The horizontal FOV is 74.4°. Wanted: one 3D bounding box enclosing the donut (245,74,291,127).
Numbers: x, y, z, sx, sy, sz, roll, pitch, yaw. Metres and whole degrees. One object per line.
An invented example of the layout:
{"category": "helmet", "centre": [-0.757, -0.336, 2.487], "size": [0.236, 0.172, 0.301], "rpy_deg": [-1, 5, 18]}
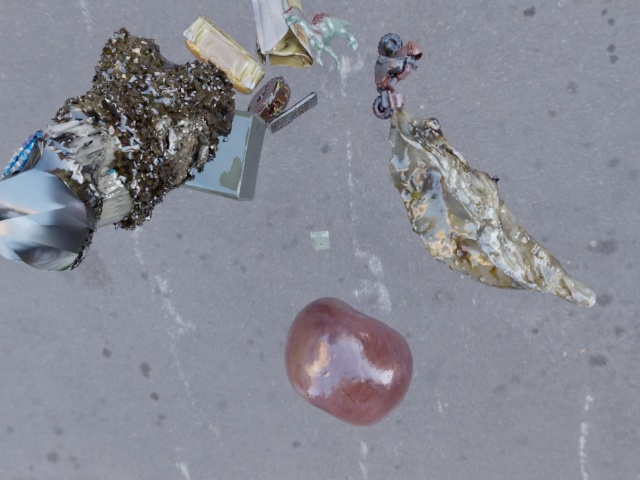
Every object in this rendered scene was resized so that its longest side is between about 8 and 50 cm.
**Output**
{"category": "donut", "centre": [-0.199, -0.526, 1.625], "size": [0.089, 0.235, 0.235], "rpy_deg": [35, 107, -29]}

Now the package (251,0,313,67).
{"category": "package", "centre": [-0.157, -0.786, 1.531], "size": [0.164, 0.221, 0.312], "rpy_deg": [-18, 71, 20]}

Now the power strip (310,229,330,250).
{"category": "power strip", "centre": [0.000, 0.000, 0.936], "size": [0.040, 0.090, 0.016], "rpy_deg": [-4, 69, 2]}

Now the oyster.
{"category": "oyster", "centre": [0.228, -0.039, 0.675], "size": [0.111, 0.204, 0.396], "rpy_deg": [-37, 83, -14]}

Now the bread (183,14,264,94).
{"category": "bread", "centre": [-0.286, -0.542, 1.259], "size": [0.241, 0.136, 0.107], "rpy_deg": [38, 96, -15]}

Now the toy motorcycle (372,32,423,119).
{"category": "toy motorcycle", "centre": [0.196, -0.419, 1.079], "size": [0.118, 0.084, 0.213], "rpy_deg": [8, 100, 22]}

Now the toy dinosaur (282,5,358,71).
{"category": "toy dinosaur", "centre": [0.018, -0.468, 0.927], "size": [0.053, 0.242, 0.167], "rpy_deg": [-14, 127, 43]}

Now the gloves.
{"category": "gloves", "centre": [-0.215, -0.111, 0.480], "size": [0.135, 0.312, 0.211], "rpy_deg": [24, 127, 8]}

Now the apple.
{"category": "apple", "centre": [0.059, 0.277, 0.977], "size": [0.305, 0.306, 0.235], "rpy_deg": [28, 87, -1]}

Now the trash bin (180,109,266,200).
{"category": "trash bin", "centre": [-0.243, -0.181, 0.816], "size": [0.240, 0.122, 0.164], "rpy_deg": [12, 96, 3]}

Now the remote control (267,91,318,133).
{"category": "remote control", "centre": [-0.096, -0.446, 1.474], "size": [0.212, 0.059, 0.028], "rpy_deg": [-37, 68, -13]}
